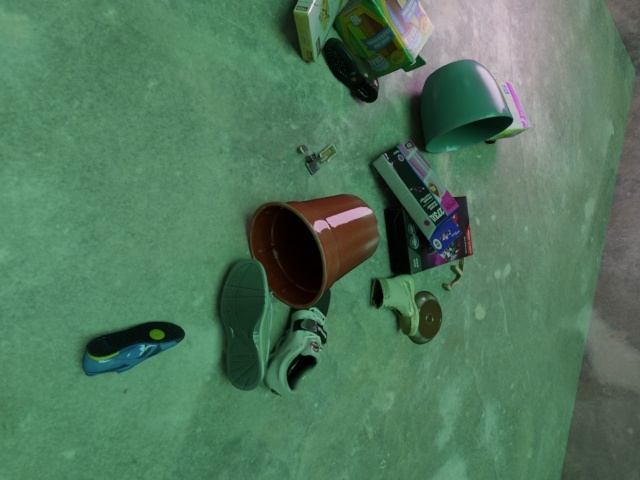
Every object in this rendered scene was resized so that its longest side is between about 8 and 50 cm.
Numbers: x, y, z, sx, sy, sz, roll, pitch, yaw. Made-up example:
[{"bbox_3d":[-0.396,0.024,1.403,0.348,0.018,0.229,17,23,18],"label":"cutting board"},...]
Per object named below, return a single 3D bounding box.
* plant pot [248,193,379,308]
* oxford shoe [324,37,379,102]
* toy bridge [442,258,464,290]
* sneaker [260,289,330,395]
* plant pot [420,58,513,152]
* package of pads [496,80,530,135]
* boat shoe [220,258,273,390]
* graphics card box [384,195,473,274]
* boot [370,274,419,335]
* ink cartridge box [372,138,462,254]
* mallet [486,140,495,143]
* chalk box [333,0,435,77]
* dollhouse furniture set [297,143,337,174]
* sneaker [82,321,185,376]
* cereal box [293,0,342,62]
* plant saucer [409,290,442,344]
[{"bbox_3d":[0.000,0.000,1.073,0.265,0.272,0.272,-24,105,-43],"label":"plant pot"},{"bbox_3d":[0.097,-0.530,1.247,0.227,0.083,0.096,41,51,-33],"label":"oxford shoe"},{"bbox_3d":[0.538,0.119,1.613,0.063,0.026,0.188,43,66,-32],"label":"toy bridge"},{"bbox_3d":[-0.031,0.267,1.111,0.122,0.146,0.330,37,68,-30],"label":"sneaker"},{"bbox_3d":[0.479,-0.469,1.410,0.293,0.293,0.235,-9,82,-37],"label":"plant pot"},{"bbox_3d":[0.709,-0.524,1.659,0.297,0.101,0.229,-14,83,-36],"label":"package of pads"},{"bbox_3d":[-0.177,0.206,1.031,0.118,0.103,0.320,-3,89,8],"label":"boat shoe"},{"bbox_3d":[0.397,-0.027,1.461,0.371,0.094,0.232,-11,95,-36],"label":"graphics card box"},{"bbox_3d":[0.246,0.222,1.362,0.165,0.077,0.213,-3,87,-38],"label":"boot"},{"bbox_3d":[0.339,-0.148,1.343,0.176,0.069,0.371,-34,90,-40],"label":"ink cartridge box"},{"bbox_3d":[0.668,-0.464,1.701,0.190,0.039,0.062,18,79,-32],"label":"mallet"},{"bbox_3d":[0.212,-0.634,1.259,0.289,0.180,0.179,44,65,-28],"label":"chalk box"},{"bbox_3d":[0.012,-0.259,1.173,0.114,0.081,0.091,-44,115,-28],"label":"dollhouse furniture set"},{"bbox_3d":[-0.401,0.236,0.888,0.209,0.069,0.082,-8,129,-45],"label":"sneaker"},{"bbox_3d":[0.000,-0.643,1.119,0.173,0.047,0.240,69,39,-72],"label":"cereal box"},{"bbox_3d":[0.388,0.285,1.496,0.199,0.036,0.198,-1,92,-37],"label":"plant saucer"}]
